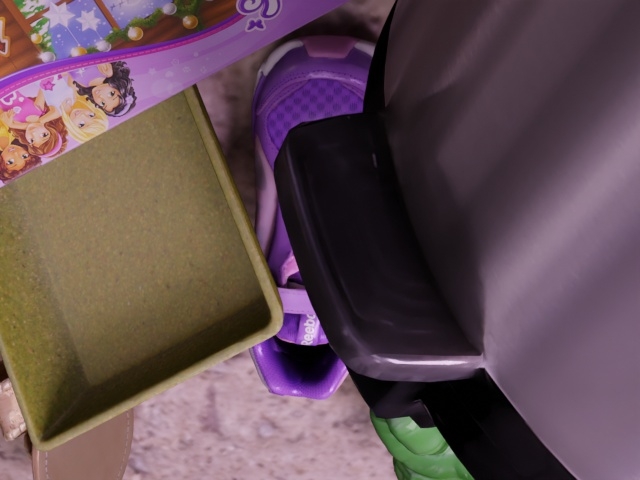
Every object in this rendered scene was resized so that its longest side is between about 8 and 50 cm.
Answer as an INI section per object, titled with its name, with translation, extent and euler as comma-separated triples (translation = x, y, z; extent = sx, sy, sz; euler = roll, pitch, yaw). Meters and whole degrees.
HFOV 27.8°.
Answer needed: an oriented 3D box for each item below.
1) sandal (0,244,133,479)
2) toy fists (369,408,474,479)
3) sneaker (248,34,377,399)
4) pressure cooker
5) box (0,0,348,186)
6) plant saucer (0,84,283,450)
[sandal]
translation = -0.186, 0.086, 0.858
extent = 0.079, 0.088, 0.240
euler = 24, 133, 30
[toy fists]
translation = 0.169, 0.107, 0.796
extent = 0.279, 0.096, 0.142
euler = 3, 132, 7
[sneaker]
translation = 0.000, 0.000, 0.713
extent = 0.095, 0.104, 0.236
euler = 8, 133, 2
[pressure cooker]
translation = 0.217, -0.053, 0.443
extent = 0.370, 0.375, 0.420
euler = 32, 142, -1
[box]
translation = -0.087, -0.161, 0.541
extent = 0.293, 0.057, 0.201
euler = -28, 127, 6
[plant saucer]
translation = -0.110, -0.005, 0.708
extent = 0.188, 0.188, 0.045
euler = -29, 168, 30
